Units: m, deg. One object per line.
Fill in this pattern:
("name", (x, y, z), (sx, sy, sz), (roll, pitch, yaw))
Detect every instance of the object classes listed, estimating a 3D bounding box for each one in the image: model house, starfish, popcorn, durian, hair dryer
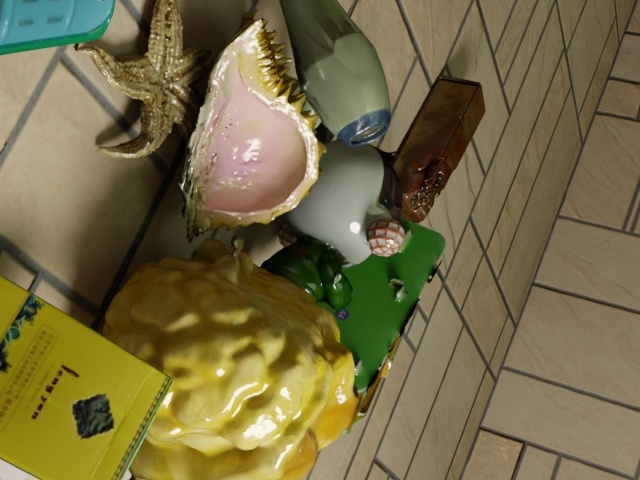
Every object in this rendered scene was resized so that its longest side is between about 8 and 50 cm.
("model house", (0.030, 0.139, 1.779), (0.357, 0.242, 0.313), (-59, 167, -32))
("starfish", (-0.191, -0.196, 1.269), (0.277, 0.062, 0.235), (36, 66, -59))
("popcorn", (-0.137, 0.184, 1.309), (0.381, 0.349, 0.349), (-57, 158, 13))
("durian", (-0.093, -0.169, 1.358), (0.195, 0.186, 0.305), (-111, -155, -57))
("hair dryer", (-0.029, -0.261, 1.458), (0.119, 0.298, 0.295), (-15, 94, -30))

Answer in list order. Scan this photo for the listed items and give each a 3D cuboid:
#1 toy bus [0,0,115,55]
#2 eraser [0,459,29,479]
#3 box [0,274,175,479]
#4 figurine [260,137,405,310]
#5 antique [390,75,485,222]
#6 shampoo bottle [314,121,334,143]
("toy bus", (-0.314, -0.224, 0.815), (0.343, 0.199, 0.183), (-29, 130, -55))
("eraser", (-0.398, 0.274, 1.053), (0.287, 0.086, 0.130), (-58, 149, -32))
("box", (-0.295, 0.136, 1.047), (0.279, 0.041, 0.153), (35, 67, -21))
("figurine", (0.000, 0.000, 1.555), (0.167, 0.281, 0.370), (35, 72, -31))
("antique", (0.217, -0.176, 2.054), (0.310, 0.093, 0.087), (-60, 151, -27))
("shampoo bottle", (0.036, -0.230, 1.712), (0.165, 0.040, 0.080), (-53, 147, -38))
